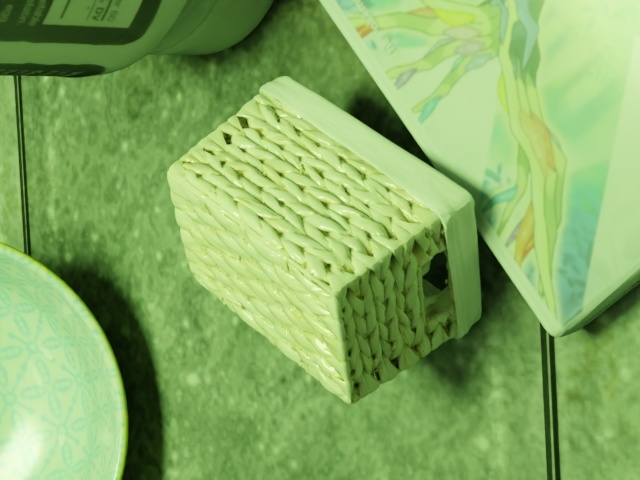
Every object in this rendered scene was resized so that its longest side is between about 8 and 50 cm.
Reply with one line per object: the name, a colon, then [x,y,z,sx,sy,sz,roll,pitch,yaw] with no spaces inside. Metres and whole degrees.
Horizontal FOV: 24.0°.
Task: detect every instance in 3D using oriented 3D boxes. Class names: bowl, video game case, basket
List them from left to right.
bowl: [-0.286,0.136,1.138,0.156,0.289,0.289,177,88,-85]
basket: [0.000,0.000,0.886,0.167,0.103,0.113,35,150,35]
video game case: [0.135,-0.162,0.794,0.300,0.036,0.329,-45,71,36]

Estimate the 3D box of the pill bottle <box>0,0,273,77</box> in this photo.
pill bottle: [-0.202,-0.200,0.910,0.204,0.361,0.204,4,97,43]
